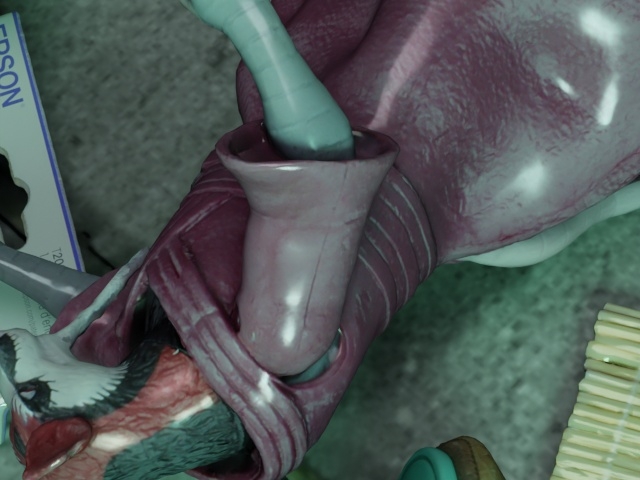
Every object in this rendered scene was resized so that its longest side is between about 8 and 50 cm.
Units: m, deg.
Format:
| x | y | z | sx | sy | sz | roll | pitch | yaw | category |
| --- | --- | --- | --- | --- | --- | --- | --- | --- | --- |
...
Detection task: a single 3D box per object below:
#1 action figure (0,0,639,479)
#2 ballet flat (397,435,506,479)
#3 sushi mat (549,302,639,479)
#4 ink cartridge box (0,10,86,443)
| x | y | z | sx | sy | sz | roll | pitch | yaw | category |
| --- | --- | --- | --- | --- | --- | --- | --- | --- | --- |
| 0.000 | 0.000 | 0.794 | 0.276 | 0.248 | 0.370 | 42 | 60 | -10 | action figure |
| 0.072 | 0.246 | 0.709 | 0.124 | 0.116 | 0.342 | 13 | 63 | -11 | ballet flat |
| 0.251 | 0.127 | 0.797 | 0.317 | 0.019 | 0.151 | 14 | 63 | 12 | sushi mat |
| -0.215 | 0.010 | 0.888 | 0.208 | 0.045 | 0.206 | -16 | 63 | -3 | ink cartridge box |
